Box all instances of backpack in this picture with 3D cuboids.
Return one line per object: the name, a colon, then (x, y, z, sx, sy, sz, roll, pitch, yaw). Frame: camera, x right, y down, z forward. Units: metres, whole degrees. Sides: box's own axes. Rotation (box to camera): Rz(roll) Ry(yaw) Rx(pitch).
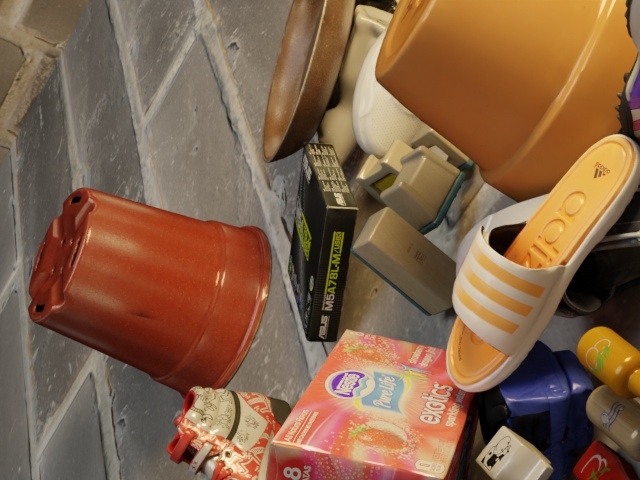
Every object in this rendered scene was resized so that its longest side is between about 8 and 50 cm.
backpack: (0.195, 0.164, 1.416, 0.098, 0.101, 0.120, -97, 4, -56)

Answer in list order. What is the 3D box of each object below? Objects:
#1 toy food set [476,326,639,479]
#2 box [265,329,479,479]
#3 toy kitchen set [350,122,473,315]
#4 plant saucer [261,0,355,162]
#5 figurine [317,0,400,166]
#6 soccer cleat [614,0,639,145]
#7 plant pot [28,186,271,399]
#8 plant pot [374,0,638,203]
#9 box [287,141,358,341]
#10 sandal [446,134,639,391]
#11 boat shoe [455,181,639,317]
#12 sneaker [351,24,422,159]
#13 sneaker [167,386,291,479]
toy food set: (0.216, 0.200, 1.316, 0.232, 0.111, 0.104, -52, 28, 4)
box: (0.052, 0.202, 1.423, 0.300, 0.154, 0.142, -47, -33, -69)
toy kitchen set: (0.097, -0.014, 1.779, 0.166, 0.122, 0.207, -30, 24, 54)
plant saucer: (-0.012, -0.245, 2.020, 0.310, 0.050, 0.310, -165, 90, -79)
figurine: (0.046, -0.214, 2.026, 0.215, 0.092, 0.209, -94, 25, -61)
soccer cleat: (0.319, -0.143, 1.294, 0.108, 0.116, 0.318, -51, -22, -13)
plant pot: (-0.251, 0.061, 2.203, 0.272, 0.265, 0.272, -45, 33, 40)
plant pot: (0.186, -0.199, 1.517, 0.290, 0.204, 0.291, -61, 10, 20)
box: (0.000, 0.000, 1.920, 0.190, 0.045, 0.184, -107, 21, -60)
sandal: (0.175, 0.006, 1.373, 0.265, 0.076, 0.102, -56, 33, 5)
boat shoe: (0.232, 0.022, 1.457, 0.301, 0.108, 0.102, -24, 47, 47)
sneaker: (0.141, -0.218, 1.823, 0.292, 0.108, 0.169, -64, 22, 6)
sneaker: (-0.111, 0.288, 1.861, 0.270, 0.145, 0.090, -93, 23, -45)
